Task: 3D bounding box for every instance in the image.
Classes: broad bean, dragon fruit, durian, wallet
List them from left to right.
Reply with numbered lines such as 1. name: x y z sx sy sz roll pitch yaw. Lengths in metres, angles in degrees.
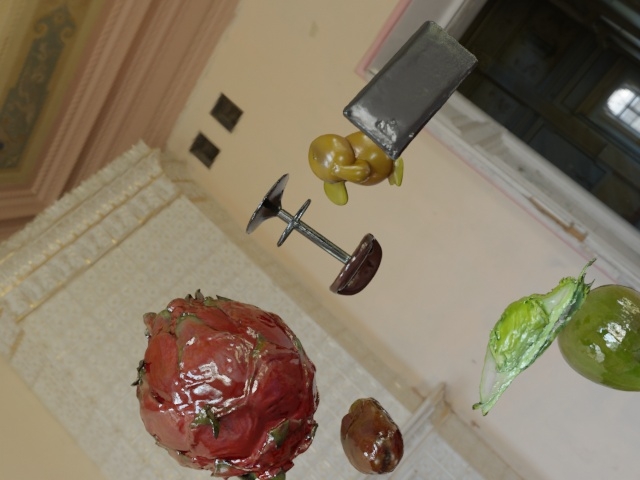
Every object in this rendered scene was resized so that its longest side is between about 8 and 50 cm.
1. dragon fruit: -0.137 0.196 0.866 0.244 0.298 0.244 -44 -22 -23
2. broad bean: 0.111 0.446 1.463 0.121 0.156 0.228 -6 13 -19
3. wallet: 0.183 -0.308 1.276 0.285 0.146 0.030 -49 -6 -11
4. durian: 0.389 0.173 1.214 0.375 0.106 0.132 -56 -14 10

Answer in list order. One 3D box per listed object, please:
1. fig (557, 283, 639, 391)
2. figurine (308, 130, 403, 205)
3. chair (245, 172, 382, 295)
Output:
1. fig: 0.847 0.293 1.824 0.316 0.316 0.316 -44 -15 -15
2. figurine: 0.082 -0.202 1.608 0.228 0.215 0.215 -30 -19 -17
3. chair: 0.000 0.000 1.912 0.227 0.400 0.226 -55 -2 -3
